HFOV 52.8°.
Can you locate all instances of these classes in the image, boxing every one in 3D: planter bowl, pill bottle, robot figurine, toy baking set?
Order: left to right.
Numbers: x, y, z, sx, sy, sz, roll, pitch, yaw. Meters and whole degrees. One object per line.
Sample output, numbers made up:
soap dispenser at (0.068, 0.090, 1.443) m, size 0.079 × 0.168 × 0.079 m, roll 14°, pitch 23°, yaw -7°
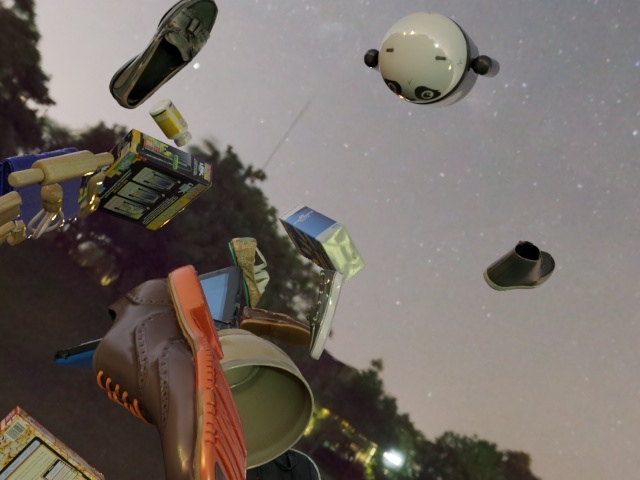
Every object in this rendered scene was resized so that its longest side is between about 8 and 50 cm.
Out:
toy baking set at (-0.349, -0.047, 0.808) m, size 0.030 × 0.197 × 0.256 m, roll 53°, pitch 30°, yaw 0°
pill bottle at (-0.379, -0.298, 1.645) m, size 0.065 × 0.065 × 0.116 m, roll 17°, pitch -33°, yaw 50°
planter bowl at (-0.101, 0.172, 0.756) m, size 0.162 × 0.162 × 0.109 m, roll 42°, pitch 10°, yaw -35°
robot figurine at (0.217, -0.347, 1.267) m, size 0.173 × 0.209 × 0.278 m, roll 59°, pitch 23°, yaw 5°

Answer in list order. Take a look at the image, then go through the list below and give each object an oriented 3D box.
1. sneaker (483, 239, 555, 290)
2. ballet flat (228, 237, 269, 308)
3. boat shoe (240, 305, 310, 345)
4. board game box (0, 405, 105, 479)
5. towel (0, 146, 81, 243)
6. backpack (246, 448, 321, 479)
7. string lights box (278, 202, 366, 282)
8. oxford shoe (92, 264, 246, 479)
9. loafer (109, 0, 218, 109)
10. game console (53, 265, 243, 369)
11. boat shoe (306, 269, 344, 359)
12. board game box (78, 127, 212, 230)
sneaker at (0.481, 0.050, 1.453) m, size 0.083 × 0.222 × 0.118 m, roll 61°, pitch -39°, yaw 22°
ballet flat at (-0.149, 0.074, 1.426) m, size 0.206 × 0.067 × 0.073 m, roll 82°, pitch -10°, yaw -46°
boat shoe at (-0.111, 0.222, 1.718) m, size 0.207 × 0.073 × 0.073 m, roll 18°, pitch -53°, yaw -14°
board game box at (-0.467, 0.385, 1.030) m, size 0.193 × 0.147 × 0.045 m, roll 51°, pitch -17°, yaw -20°
towel at (-0.773, -0.134, 1.774) m, size 0.076 × 0.227 × 0.308 m, roll 11°, pitch 16°, yaw 11°
backpack at (-0.105, 0.586, 1.401) m, size 0.225 × 0.253 × 0.191 m, roll 15°, pitch -39°, yaw -25°
string lights box at (0.000, 0.000, 1.654) m, size 0.260 × 0.077 × 0.133 m, roll 29°, pitch -28°, yaw 59°
oxford shoe at (-0.121, 0.118, 0.504) m, size 0.271 × 0.098 × 0.096 m, roll -124°, pitch -161°, yaw -61°
loafer at (-0.281, -0.346, 1.205) m, size 0.096 × 0.267 × 0.084 m, roll 40°, pitch 5°, yaw -39°
game console at (-0.314, 0.133, 1.222) m, size 0.293 × 0.173 × 0.250 m, roll -17°, pitch -20°, yaw 13°
boat shoe at (0.001, 0.113, 1.004) m, size 0.040 × 0.142 × 0.049 m, roll 15°, pitch -13°, yaw 7°
board game box at (-0.277, -0.090, 1.019) m, size 0.141 × 0.048 × 0.170 m, roll 22°, pitch -39°, yaw -39°
